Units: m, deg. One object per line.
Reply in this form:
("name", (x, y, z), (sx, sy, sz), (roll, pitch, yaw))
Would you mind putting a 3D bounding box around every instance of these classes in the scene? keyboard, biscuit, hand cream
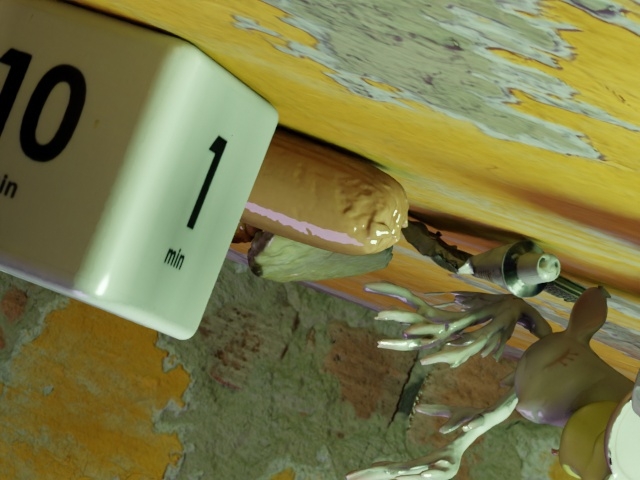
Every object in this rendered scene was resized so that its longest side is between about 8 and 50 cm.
("keyboard", (0.218, 0.039, 1.951), (0.129, 0.015, 0.049), (25, 174, -39))
("biscuit", (-0.003, 0.002, 1.839), (0.133, 0.032, 0.250), (-16, 165, 2))
("hand cream", (0.139, 0.011, 1.821), (0.084, 0.050, 0.257), (20, 180, -31))

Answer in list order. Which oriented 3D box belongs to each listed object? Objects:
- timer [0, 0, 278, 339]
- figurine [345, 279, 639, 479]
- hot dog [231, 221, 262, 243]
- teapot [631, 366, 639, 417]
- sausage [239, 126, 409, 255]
("timer", (-0.172, -0.057, 1.476), (0.192, 0.195, 0.194), (19, 176, 22))
("figurine", (0.197, 0.143, 1.801), (0.284, 0.206, 0.315), (-9, -163, -27))
("hot dog", (-0.151, -0.070, 1.820), (0.226, 0.099, 0.160), (16, 176, -21))
("teapot", (0.327, 0.088, 1.427), (0.178, 0.221, 0.163), (29, 140, 22))
("sausage", (-0.066, -0.060, 1.646), (0.289, 0.086, 0.086), (22, 176, 10))
